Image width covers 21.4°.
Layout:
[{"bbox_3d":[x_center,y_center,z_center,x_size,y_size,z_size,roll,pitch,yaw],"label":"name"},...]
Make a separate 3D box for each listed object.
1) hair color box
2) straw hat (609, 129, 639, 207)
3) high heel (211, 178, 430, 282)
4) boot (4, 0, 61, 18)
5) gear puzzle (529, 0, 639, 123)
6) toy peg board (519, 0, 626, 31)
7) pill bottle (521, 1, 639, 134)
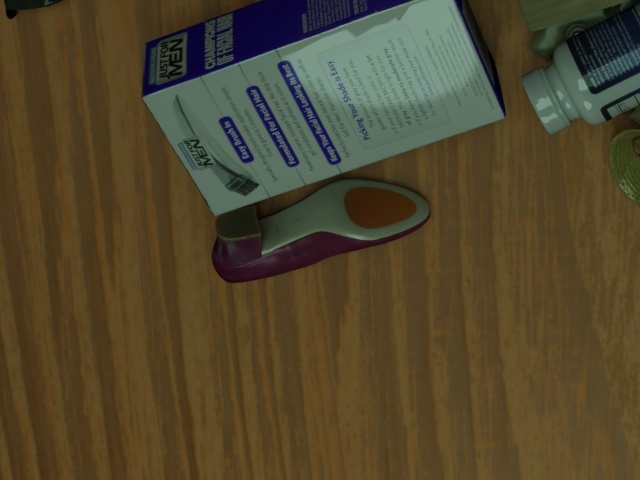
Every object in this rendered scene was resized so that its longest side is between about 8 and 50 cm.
[{"bbox_3d":[0.003,-0.168,1.773,0.339,0.110,0.185,-19,131,12],"label":"hair color box"},{"bbox_3d":[0.379,-0.083,1.791,0.144,0.144,0.061,40,65,-3],"label":"straw hat"},{"bbox_3d":[0.000,0.000,1.888,0.244,0.117,0.082,-12,62,-7],"label":"high heel"},{"bbox_3d":[-0.272,-0.323,1.836,0.198,0.077,0.137,-5,109,24],"label":"boot"},{"bbox_3d":[0.368,-0.299,1.755,0.175,0.044,0.339,34,104,1],"label":"gear puzzle"},{"bbox_3d":[0.270,-0.317,1.716,0.161,0.079,0.160,-16,99,24],"label":"toy peg board"},{"bbox_3d":[0.295,-0.175,1.718,0.169,0.094,0.094,-26,99,13],"label":"pill bottle"}]
